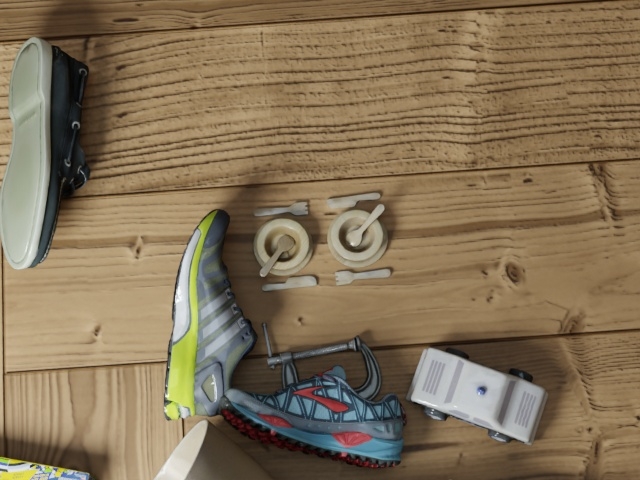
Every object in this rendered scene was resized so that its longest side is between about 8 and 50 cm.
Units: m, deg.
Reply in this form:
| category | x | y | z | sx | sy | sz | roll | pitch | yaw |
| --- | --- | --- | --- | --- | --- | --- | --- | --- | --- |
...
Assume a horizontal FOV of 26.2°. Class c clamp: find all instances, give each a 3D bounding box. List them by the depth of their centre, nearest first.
| category | x | y | z | sx | sy | sz | roll | pitch | yaw |
| --- | --- | --- | --- | --- | --- | --- | --- | --- | --- |
| c clamp | 0.003 | 0.174 | 1.927 | 0.160 | 0.022 | 0.137 | -6 | 77 | -1 |

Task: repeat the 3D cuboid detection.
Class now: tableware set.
| category | x | y | z | sx | sy | sz | roll | pitch | yaw |
| --- | --- | --- | --- | --- | --- | --- | --- | --- | --- |
| tableware set | 0.000 | 0.000 | 1.961 | 0.194 | 0.039 | 0.128 | -7 | 76 | -1 |

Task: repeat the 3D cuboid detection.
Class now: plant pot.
| category | x | y | z | sx | sy | sz | roll | pitch | yaw |
| --- | --- | --- | --- | --- | --- | --- | --- | --- | --- |
| plant pot | -0.102 | 0.411 | 1.776 | 0.274 | 0.256 | 0.256 | 33 | 79 | -7 |

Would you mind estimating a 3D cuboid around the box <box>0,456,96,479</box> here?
| category | x | y | z | sx | sy | sz | roll | pitch | yaw |
| --- | --- | --- | --- | --- | --- | --- | --- | --- | --- |
| box | -0.396 | 0.330 | 1.876 | 0.168 | 0.059 | 0.054 | 10 | 76 | 3 |

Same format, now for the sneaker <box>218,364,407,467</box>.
| category | x | y | z | sx | sy | sz | roll | pitch | yaw |
| --- | --- | --- | --- | --- | --- | --- | --- | --- | --- |
| sneaker | -0.009 | 0.227 | 1.871 | 0.261 | 0.104 | 0.125 | 17 | 72 | -15 |

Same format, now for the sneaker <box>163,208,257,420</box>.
| category | x | y | z | sx | sy | sz | roll | pitch | yaw |
| --- | --- | --- | --- | --- | --- | --- | --- | --- | --- |
| sneaker | -0.146 | 0.106 | 1.916 | 0.121 | 0.111 | 0.300 | 7 | 82 | -8 |

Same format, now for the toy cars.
| category | x | y | z | sx | sy | sz | roll | pitch | yaw |
| --- | --- | --- | --- | --- | --- | --- | --- | --- | --- |
| toy cars | 0.268 | 0.297 | 1.860 | 0.176 | 0.087 | 0.394 | -29 | 78 | -6 |

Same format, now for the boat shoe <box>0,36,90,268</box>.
| category | x | y | z | sx | sy | sz | roll | pitch | yaw |
| --- | --- | --- | --- | --- | --- | --- | --- | --- | --- |
| boat shoe | -0.381 | -0.118 | 1.963 | 0.113 | 0.127 | 0.340 | 14 | 63 | -40 |
